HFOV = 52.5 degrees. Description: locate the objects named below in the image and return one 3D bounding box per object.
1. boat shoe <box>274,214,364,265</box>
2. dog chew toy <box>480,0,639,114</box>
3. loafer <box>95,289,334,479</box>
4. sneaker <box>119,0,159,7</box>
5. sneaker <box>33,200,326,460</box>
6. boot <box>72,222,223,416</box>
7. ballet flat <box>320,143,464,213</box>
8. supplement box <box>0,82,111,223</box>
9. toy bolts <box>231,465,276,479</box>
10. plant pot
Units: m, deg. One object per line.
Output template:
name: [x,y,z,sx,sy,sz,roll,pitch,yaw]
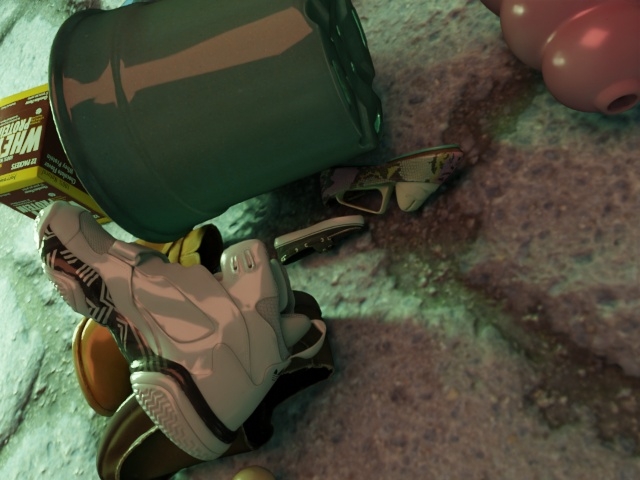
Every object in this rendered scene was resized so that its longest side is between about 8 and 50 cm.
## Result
boat shoe: [0.000,0.000,0.910,0.142,0.049,0.040,-17,77,27]
dog chew toy: [0.299,-0.296,0.777,0.207,0.207,0.331,-22,65,22]
loafer: [-0.132,0.216,0.822,0.366,0.134,0.130,-42,53,7]
sneaker: [-0.375,-0.440,1.335,0.323,0.130,0.236,-21,43,40]
sneaker: [-0.164,0.051,0.762,0.210,0.137,0.366,-40,72,-4]
boot: [-0.247,0.112,0.986,0.220,0.109,0.283,-16,51,21]
ballet flat: [0.093,-0.075,0.876,0.222,0.077,0.079,-4,83,37]
supplement box: [-0.479,-0.145,1.184,0.129,0.191,0.194,-11,65,21]
toy bolts: [-0.068,0.348,0.687,0.229,0.218,0.158,30,78,21]
plant pot: [-0.111,-0.200,0.875,0.334,0.341,0.341,-15,59,19]
